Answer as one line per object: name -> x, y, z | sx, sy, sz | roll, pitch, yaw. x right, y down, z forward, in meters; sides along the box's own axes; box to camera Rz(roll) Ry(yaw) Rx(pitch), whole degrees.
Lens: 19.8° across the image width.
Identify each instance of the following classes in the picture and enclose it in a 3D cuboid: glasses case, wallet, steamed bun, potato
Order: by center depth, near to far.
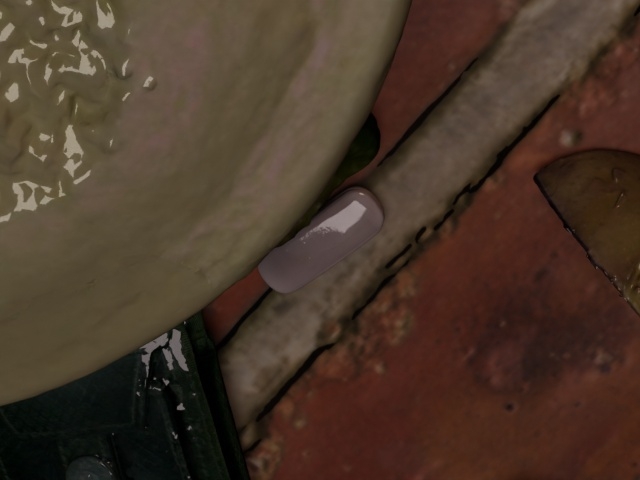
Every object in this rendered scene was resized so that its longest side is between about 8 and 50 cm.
steamed bun -> -0.120, -0.162, 0.838 | 0.290, 0.371, 0.456 | 18, 119, -17
potato -> 0.208, 0.008, 1.012 | 0.089, 0.100, 0.172 | -40, 99, 13
glasses case -> 0.000, 0.000, 1.068 | 0.083, 0.021, 0.032 | -37, 106, 18
wallet -> -0.121, 0.155, 1.128 | 0.160, 0.055, 0.236 | -7, 111, 16

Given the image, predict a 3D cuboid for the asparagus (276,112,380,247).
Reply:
asparagus -> -0.150, 0.007, 1.033 | 0.382, 0.128, 0.108 | -11, 118, 9
